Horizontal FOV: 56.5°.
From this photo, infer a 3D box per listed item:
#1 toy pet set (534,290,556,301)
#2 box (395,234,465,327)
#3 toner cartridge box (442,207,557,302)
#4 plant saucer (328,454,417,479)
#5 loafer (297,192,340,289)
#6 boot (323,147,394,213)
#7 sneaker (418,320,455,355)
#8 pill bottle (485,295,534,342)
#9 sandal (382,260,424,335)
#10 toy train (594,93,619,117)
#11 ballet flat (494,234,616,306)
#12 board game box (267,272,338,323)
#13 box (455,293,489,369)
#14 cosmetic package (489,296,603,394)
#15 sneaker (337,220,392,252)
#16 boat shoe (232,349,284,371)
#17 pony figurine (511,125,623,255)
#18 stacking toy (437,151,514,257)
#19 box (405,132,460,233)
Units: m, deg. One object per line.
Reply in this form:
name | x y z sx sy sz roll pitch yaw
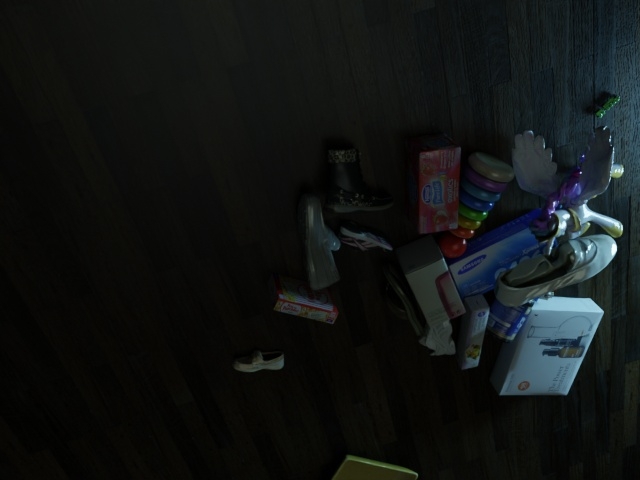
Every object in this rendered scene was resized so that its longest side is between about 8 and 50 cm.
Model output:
toy pet set | 0.740 0.142 1.989 0.065 0.122 0.114 11 141 10
box | 0.340 0.125 1.845 0.126 0.149 0.232 -24 121 7
toner cartridge box | 0.577 0.049 1.905 0.347 0.075 0.165 -27 120 2
plant saucer | 0.152 0.954 2.292 0.332 0.081 0.333 21 112 -22
loafer | 0.000 0.000 1.737 0.111 0.112 0.319 -14 127 -12
boot | 0.113 -0.170 1.674 0.236 0.085 0.179 -7 102 -34
sneaker | 0.381 0.307 1.994 0.115 0.090 0.232 -18 119 1
pill bottle | 0.630 0.218 1.976 0.122 0.123 0.219 19 107 -21
sandal | 0.253 0.200 1.895 0.086 0.120 0.303 -18 121 13
toy train | 0.845 -0.398 1.760 0.023 0.017 0.083 39 104 -16
ballet flat | 0.718 0.076 1.824 0.400 0.139 0.139 -27 120 6
board game box | -0.055 0.173 1.789 0.193 0.147 0.045 16 113 -21
box | 0.505 0.311 1.991 0.063 0.067 0.324 -13 133 -8
cosmetic package | 0.797 0.380 2.123 0.284 0.097 0.377 4 117 -12
sneaker | 0.128 0.002 1.793 0.178 0.072 0.077 21 123 -14
boat shoe | -0.198 0.382 1.921 0.170 0.063 0.059 0 115 -23
pony figurine | 0.737 -0.147 1.724 0.363 0.302 0.351 -7 99 -37
stacking toy | 0.440 -0.092 1.779 0.141 0.141 0.330 12 120 -18
box | 0.317 -0.163 1.703 0.122 0.128 0.257 -9 120 -8
